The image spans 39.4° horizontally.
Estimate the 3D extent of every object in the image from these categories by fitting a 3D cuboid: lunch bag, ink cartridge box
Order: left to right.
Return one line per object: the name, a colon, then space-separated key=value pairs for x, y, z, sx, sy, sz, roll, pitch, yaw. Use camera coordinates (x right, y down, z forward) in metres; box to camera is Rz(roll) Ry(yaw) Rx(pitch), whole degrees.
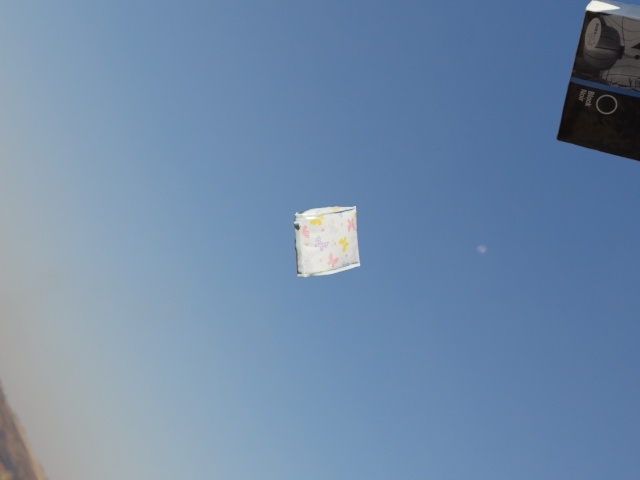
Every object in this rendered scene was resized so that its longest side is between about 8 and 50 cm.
lunch bag: x=0.000 y=0.000 z=0.973 sx=0.053 sy=0.083 sz=0.071 roll=0 pitch=-81 yaw=38
ink cartridge box: x=0.443 y=-0.152 z=0.987 sx=0.333 sy=0.065 sz=0.165 roll=16 pitch=-58 yaw=20
